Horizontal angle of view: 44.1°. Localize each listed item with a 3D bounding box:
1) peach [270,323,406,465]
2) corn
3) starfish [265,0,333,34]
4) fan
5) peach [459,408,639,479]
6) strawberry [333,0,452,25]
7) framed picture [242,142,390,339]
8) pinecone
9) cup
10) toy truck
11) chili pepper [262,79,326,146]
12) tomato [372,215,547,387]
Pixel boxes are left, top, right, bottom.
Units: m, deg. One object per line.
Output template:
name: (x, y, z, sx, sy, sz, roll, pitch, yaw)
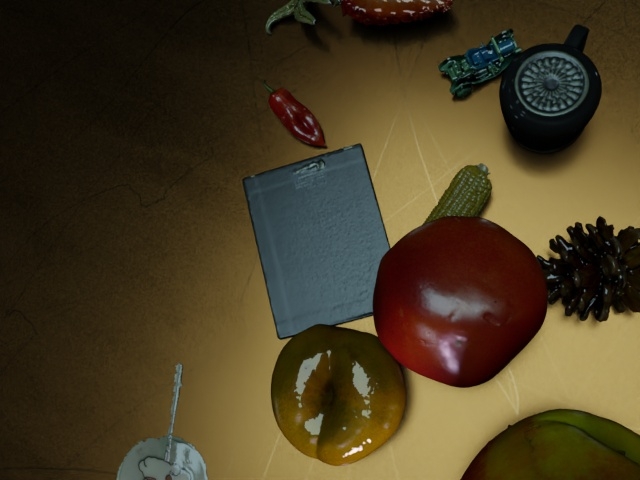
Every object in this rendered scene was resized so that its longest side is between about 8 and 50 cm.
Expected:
peach: (0.029, 0.273, 1.410, 0.251, 0.153, 0.251, -5, 70, 15)
corn: (0.239, -0.038, 1.455, 0.080, 0.080, 0.238, 33, 91, 17)
starfish: (-0.040, -0.505, 1.604, 0.223, 0.050, 0.216, 50, 121, 38)
fan: (-0.298, 0.403, 1.532, 0.191, 0.009, 0.328, 6, 81, 15)
peach: (0.372, 0.445, 1.206, 0.370, 0.370, 0.369, -3, 79, 13)
strawberry: (0.150, -0.501, 1.557, 0.228, 0.098, 0.174, 5, 82, 11)
framed picture: (0.000, 0.000, 1.538, 0.256, 0.014, 0.338, -17, 76, 9)
pinecone: (0.464, 0.051, 1.347, 0.195, 0.150, 0.179, -10, 73, 21)
cup: (0.418, -0.269, 1.405, 0.169, 0.176, 0.223, 28, 83, 19)
toy truck: (0.306, -0.341, 1.497, 0.154, 0.078, 0.080, -25, 73, 8)
chili pepper: (-0.057, -0.254, 1.581, 0.059, 0.050, 0.191, -41, 80, -14)
tomato: (0.232, 0.113, 1.325, 0.299, 0.226, 0.298, 1, 114, 3)
